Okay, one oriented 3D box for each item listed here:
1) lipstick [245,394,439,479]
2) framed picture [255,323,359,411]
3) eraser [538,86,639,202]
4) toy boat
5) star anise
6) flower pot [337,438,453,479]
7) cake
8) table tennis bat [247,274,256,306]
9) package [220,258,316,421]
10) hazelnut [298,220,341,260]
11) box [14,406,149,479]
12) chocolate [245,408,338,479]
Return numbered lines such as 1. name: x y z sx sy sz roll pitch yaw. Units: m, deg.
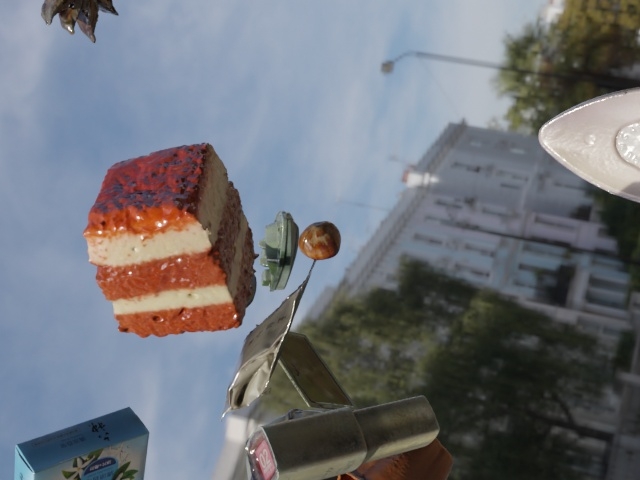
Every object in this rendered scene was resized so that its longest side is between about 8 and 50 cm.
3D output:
1. lipstick: 0.034 0.263 1.378 0.077 0.252 0.079 67 148 27
2. framed picture: -0.035 0.322 2.620 0.016 0.273 0.216 -48 -34 16
3. eraser: 0.482 -0.167 1.724 0.059 0.243 0.204 -37 -49 -52
4. toy boat: -0.104 0.013 2.624 0.319 0.092 0.141 111 158 -64
5. star anise: -0.378 -0.396 1.591 0.182 0.065 0.195 -25 -61 -58
6. flower pot: 0.153 0.449 2.000 0.173 0.190 0.191 -43 -32 -25
7. cake: -0.299 -0.003 2.123 0.269 0.270 0.320 -85 -16 -50
8. table tennis bat: -0.213 0.093 2.503 0.234 0.131 0.022 -93 -14 -48
9. package: -0.078 0.164 1.735 0.251 0.062 0.204 -55 6 21
10. hazelnut: 0.000 0.000 2.081 0.086 0.086 0.086 11 -90 -74
11. box: -0.433 0.410 1.907 0.232 0.083 0.143 -16 -49 -37
12. chocolate: -0.024 0.471 2.165 0.186 0.283 0.284 -110 19 -58
